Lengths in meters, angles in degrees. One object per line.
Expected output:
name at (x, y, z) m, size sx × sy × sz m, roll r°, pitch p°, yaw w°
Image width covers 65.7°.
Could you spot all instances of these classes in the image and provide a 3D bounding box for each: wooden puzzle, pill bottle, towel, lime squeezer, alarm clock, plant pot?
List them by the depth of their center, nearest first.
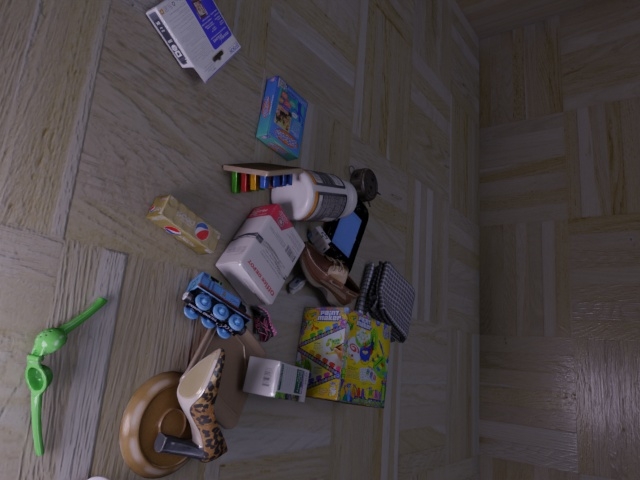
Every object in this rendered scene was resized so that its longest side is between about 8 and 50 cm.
lime squeezer at (-0.510, 0.237, 0.940) m, size 0.110 × 0.059 × 0.310 m, roll 82°, pitch 19°, yaw -63°
plant pot at (-0.348, 0.424, 1.144) m, size 0.236 × 0.033 × 0.236 m, roll 9°, pitch 79°, yaw -54°
wooden puzzle at (-0.246, 0.324, 1.275) m, size 0.220 × 0.044 × 0.238 m, roll 60°, pitch 37°, yaw -31°
pill bottle at (-0.011, -0.138, 1.573) m, size 0.279 × 0.162 × 0.162 m, roll 0°, pitch 86°, yaw -54°
alarm clock at (0.164, -0.225, 1.916) m, size 0.192 × 0.064 × 0.129 m, roll 39°, pitch 55°, yaw -41°
towel at (0.269, 0.241, 1.947) m, size 0.283 × 0.121 × 0.234 m, roll 48°, pitch 48°, yaw -40°

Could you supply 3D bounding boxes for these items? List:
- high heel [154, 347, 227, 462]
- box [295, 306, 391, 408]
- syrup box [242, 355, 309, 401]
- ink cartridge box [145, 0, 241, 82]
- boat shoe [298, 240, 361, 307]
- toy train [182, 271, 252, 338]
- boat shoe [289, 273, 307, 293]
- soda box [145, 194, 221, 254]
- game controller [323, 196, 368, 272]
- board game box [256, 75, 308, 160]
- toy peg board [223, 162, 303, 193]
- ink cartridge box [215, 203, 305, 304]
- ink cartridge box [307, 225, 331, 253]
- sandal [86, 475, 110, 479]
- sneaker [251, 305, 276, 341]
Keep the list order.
high heel at (-0.245, 0.384, 1.152) m, size 0.186 × 0.093 × 0.261 m, roll 34°, pitch 83°, yaw -41°
box at (0.080, 0.384, 1.618) m, size 0.290 × 0.177 × 0.278 m, roll 31°, pitch 61°, yaw -48°
syrup box at (-0.115, 0.385, 1.365) m, size 0.237 × 0.097 × 0.093 m, roll 47°, pitch 50°, yaw -62°
ink cartridge box at (-0.321, -0.545, 1.295) m, size 0.208 × 0.045 × 0.206 m, roll 57°, pitch 44°, yaw -31°
boat shoe at (0.032, 0.101, 1.613) m, size 0.324 × 0.117 × 0.123 m, roll 51°, pitch 22°, yaw -44°
toy train at (-0.253, 0.163, 1.225) m, size 0.184 × 0.080 × 0.105 m, roll 37°, pitch 38°, yaw -23°
boat shoe at (-0.069, 0.139, 1.571) m, size 0.100 × 0.035 × 0.035 m, roll -42°, pitch 148°, yaw -54°
soda box at (-0.329, -0.036, 1.208) m, size 0.181 × 0.058 × 0.061 m, roll 44°, pitch 52°, yaw -43°
game controller at (0.086, -0.033, 1.776) m, size 0.166 × 0.067 × 0.319 m, roll 51°, pitch 47°, yaw -38°
board game box at (-0.117, -0.381, 1.556) m, size 0.160 × 0.047 × 0.210 m, roll 32°, pitch 60°, yaw -49°
toy peg board at (-0.159, -0.169, 1.387) m, size 0.161 × 0.161 × 0.079 m, roll -17°, pitch 115°, yaw -54°
ink cartridge box at (-0.162, 0.040, 1.392) m, size 0.172 × 0.100 × 0.237 m, roll 58°, pitch 42°, yaw -32°
ink cartridge box at (0.000, 0.000, 1.637) m, size 0.083 × 0.048 × 0.028 m, roll 55°, pitch 34°, yaw 12°
sandal at (-0.406, 0.582, 1.002) m, size 0.102 × 0.076 × 0.265 m, roll -38°, pitch 107°, yaw -24°
sneaker at (-0.169, 0.239, 1.411) m, size 0.057 × 0.047 × 0.119 m, roll -41°, pitch 117°, yaw -36°
